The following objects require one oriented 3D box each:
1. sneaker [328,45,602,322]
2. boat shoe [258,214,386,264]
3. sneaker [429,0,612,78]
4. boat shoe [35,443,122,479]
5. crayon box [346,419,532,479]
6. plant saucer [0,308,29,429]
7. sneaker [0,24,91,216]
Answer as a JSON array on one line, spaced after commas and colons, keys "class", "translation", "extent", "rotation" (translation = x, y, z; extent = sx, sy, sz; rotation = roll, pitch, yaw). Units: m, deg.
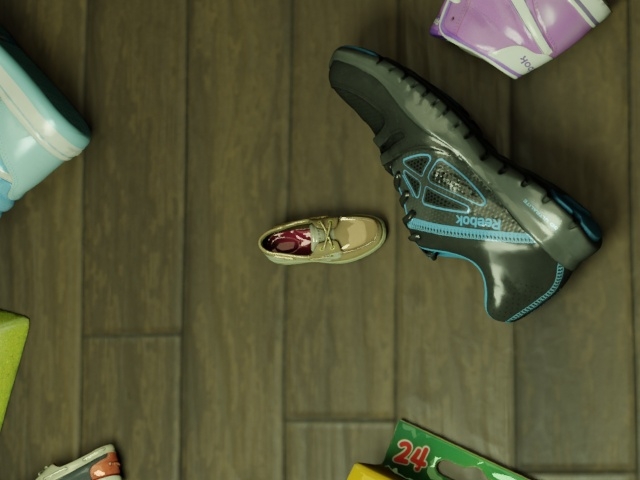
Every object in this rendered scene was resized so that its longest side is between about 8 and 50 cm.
[{"class": "sneaker", "translation": [0.113, -0.063, 1.818], "extent": [0.341, 0.125, 0.139], "rotation": [44, 103, 23]}, {"class": "boat shoe", "translation": [0.000, 0.000, 1.893], "extent": [0.135, 0.045, 0.050], "rotation": [-12, 78, 19]}, {"class": "sneaker", "translation": [0.148, -0.291, 1.851], "extent": [0.161, 0.102, 0.282], "rotation": [-38, 71, 15]}, {"class": "boat shoe", "translation": [-0.276, 0.257, 1.961], "extent": [0.137, 0.049, 0.043], "rotation": [-20, 73, 15]}, {"class": "crayon box", "translation": [0.087, 0.355, 1.790], "extent": [0.202, 0.081, 0.318], "rotation": [22, 90, 23]}, {"class": "plant saucer", "translation": [-0.435, 0.152, 2.038], "extent": [0.188, 0.045, 0.188], "rotation": [14, 87, 22]}, {"class": "sneaker", "translation": [-0.424, -0.154, 2.035], "extent": [0.208, 0.127, 0.319], "rotation": [-46, 69, 8]}]
